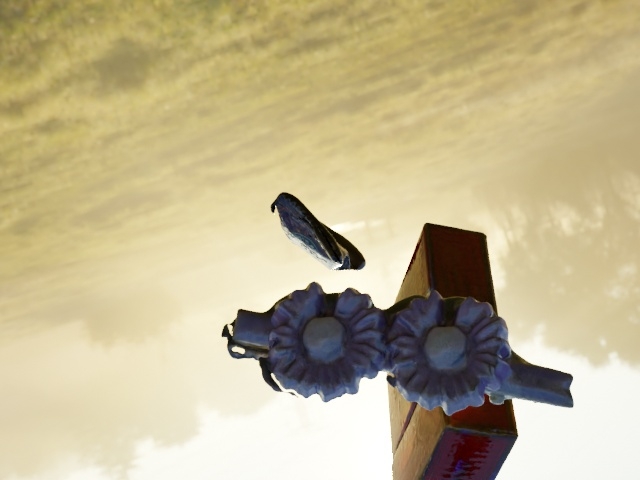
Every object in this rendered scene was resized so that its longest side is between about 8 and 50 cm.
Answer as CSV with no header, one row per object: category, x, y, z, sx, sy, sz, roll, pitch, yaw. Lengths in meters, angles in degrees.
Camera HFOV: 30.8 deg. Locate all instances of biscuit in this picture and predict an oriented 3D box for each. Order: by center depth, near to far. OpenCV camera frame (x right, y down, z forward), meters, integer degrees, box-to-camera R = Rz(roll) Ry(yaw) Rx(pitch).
biscuit,-0.005,-0.004,1.931,0.063,0.151,0.235,-54,168,-1

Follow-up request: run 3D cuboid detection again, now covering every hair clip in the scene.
hair clip,0.061,0.090,0.948,0.292,0.106,0.084,8,161,6

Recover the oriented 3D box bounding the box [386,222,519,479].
box,0.141,0.158,1.352,0.089,0.313,0.197,10,131,-10
